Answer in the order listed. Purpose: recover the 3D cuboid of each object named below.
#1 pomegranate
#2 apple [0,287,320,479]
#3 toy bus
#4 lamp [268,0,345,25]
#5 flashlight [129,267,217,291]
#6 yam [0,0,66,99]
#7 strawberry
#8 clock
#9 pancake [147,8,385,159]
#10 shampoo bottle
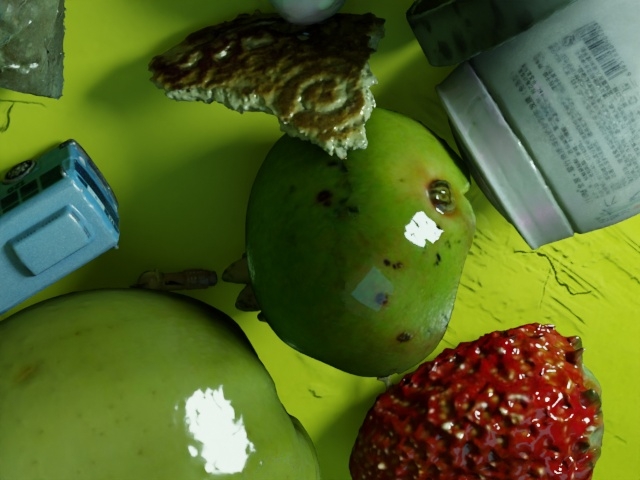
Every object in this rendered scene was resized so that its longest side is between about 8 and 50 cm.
[{"bbox_3d":[0.000,0.000,1.210,0.216,0.309,0.358,23,148,-39],"label":"pomegranate"},{"bbox_3d":[-0.233,0.271,1.215,0.474,0.473,0.473,-7,120,-12],"label":"apple"},{"bbox_3d":[-0.347,-0.001,1.199,0.234,0.133,0.116,-31,121,-2],"label":"toy bus"},{"bbox_3d":[0.055,-0.352,1.063,0.301,0.247,0.247,-30,119,11],"label":"lamp"},{"bbox_3d":[-0.186,0.049,1.336,0.110,0.052,0.031,-4,84,-20],"label":"flashlight"},{"bbox_3d":[-0.327,-0.262,1.062,0.154,0.154,0.254,5,118,-18],"label":"yam"},{"bbox_3d":[0.210,0.247,1.440,0.343,0.292,0.292,-1,119,1],"label":"strawberry"},{"bbox_3d":[0.235,-0.297,1.093,0.325,0.325,0.067,-35,103,5],"label":"clock"},{"bbox_3d":[-0.035,-0.165,1.148,0.266,0.244,0.057,-24,149,-8],"label":"pancake"},{"bbox_3d":[0.290,-0.144,1.220,0.266,0.273,0.273,-30,122,13],"label":"shampoo bottle"}]
